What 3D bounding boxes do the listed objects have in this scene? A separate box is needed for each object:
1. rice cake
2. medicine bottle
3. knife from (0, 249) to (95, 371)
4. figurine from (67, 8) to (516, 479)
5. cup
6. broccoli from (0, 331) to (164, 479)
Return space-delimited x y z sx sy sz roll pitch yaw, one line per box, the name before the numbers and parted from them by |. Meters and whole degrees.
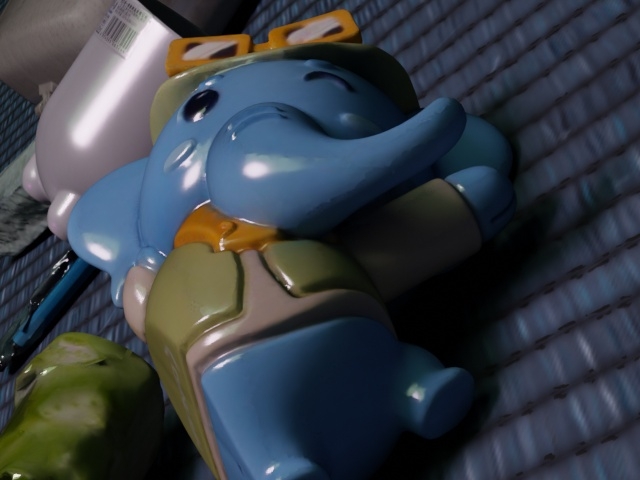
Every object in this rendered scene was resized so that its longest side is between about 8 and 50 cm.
rice cake | -0.193 -0.065 1.357 0.336 0.063 0.066 -29 29 52
medicine bottle | -0.153 -0.235 1.451 0.282 0.123 0.375 -58 19 -14
knife | -0.155 -0.008 1.240 0.296 0.026 0.044 -49 9 16
figurine | -0.001 0.003 0.746 0.180 0.154 0.262 -42 40 10
cup | -0.108 -0.066 1.073 0.142 0.134 0.173 -54 21 9
broccoli | -0.144 0.152 0.764 0.252 0.221 0.361 94 -171 -47
